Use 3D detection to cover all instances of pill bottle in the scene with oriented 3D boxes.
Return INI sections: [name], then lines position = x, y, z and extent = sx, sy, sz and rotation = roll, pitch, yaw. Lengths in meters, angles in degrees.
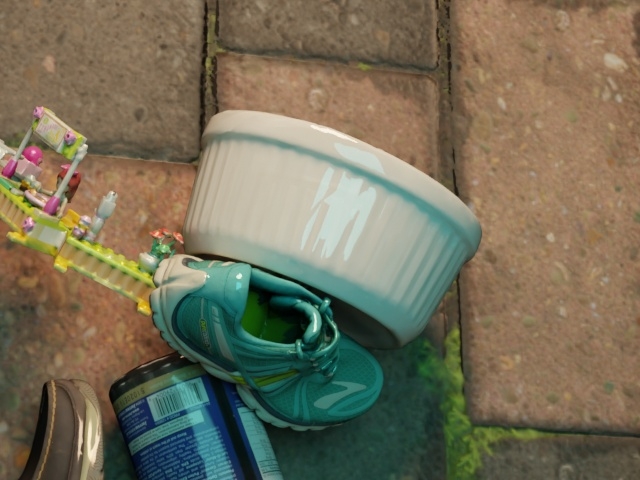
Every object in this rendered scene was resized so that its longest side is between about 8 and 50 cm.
[pill bottle]
position = -0.097, 0.211, 1.469
extent = 0.122, 0.123, 0.219
rotation = -16, 75, -20

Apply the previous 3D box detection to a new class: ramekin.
[ramekin]
position = 0.000, 0.000, 1.504
extent = 0.272, 0.273, 0.127
rotation = 24, 77, -7

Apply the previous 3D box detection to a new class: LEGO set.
[LEGO set]
position = -0.194, -0.027, 1.464
extent = 0.287, 0.132, 0.107
rotation = 32, 96, 22

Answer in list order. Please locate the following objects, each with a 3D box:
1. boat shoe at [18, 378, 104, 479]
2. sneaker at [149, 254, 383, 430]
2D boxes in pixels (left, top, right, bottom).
[boat shoe]
position = -0.265, 0.278, 1.393
extent = 0.130, 0.132, 0.355
rotation = 13, 66, -11
[sneaker]
position = -0.027, 0.091, 1.423
extent = 0.275, 0.110, 0.107
rotation = 32, 60, -46
